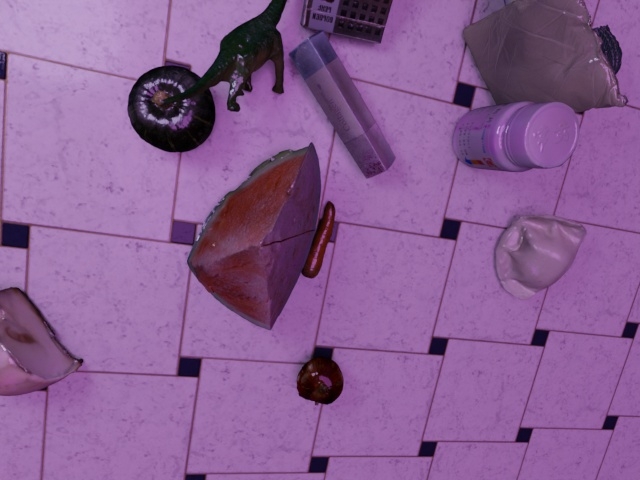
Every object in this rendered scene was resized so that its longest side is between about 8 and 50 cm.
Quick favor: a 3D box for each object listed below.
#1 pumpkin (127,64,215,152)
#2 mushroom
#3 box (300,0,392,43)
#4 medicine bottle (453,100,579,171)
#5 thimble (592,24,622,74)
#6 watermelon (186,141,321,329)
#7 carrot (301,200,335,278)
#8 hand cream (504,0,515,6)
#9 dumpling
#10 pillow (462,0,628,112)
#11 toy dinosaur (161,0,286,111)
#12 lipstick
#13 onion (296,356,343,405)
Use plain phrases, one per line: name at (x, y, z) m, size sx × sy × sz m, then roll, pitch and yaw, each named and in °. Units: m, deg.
pumpkin at (-0.291, -0.256, 0.796) m, size 0.167 × 0.125 × 0.167 m, roll -3°, pitch 113°, yaw -7°
mushroom at (-0.650, 0.237, 0.808) m, size 0.173 × 0.162 × 0.236 m, roll -31°, pitch 106°, yaw -6°
box at (0.079, -0.569, 0.777) m, size 0.180 × 0.047 × 0.325 m, roll 3°, pitch 128°, yaw -17°
medicine bottle at (0.421, -0.229, 0.897) m, size 0.151 × 0.254 × 0.152 m, roll -3°, pitch 102°, yaw -13°
thimble at (0.641, -0.431, 0.974) m, size 0.090 × 0.118 × 0.135 m, roll -21°, pitch 97°, yaw -12°
watermelon at (-0.147, -0.022, 0.858) m, size 0.222 × 0.319 × 0.292 m, roll 15°, pitch 58°, yaw 12°
carrot at (0.000, 0.000, 0.964) m, size 0.047 × 0.047 × 0.191 m, roll 18°, pitch 98°, yaw -16°
hand cream at (0.484, -0.470, 0.928) m, size 0.093 × 0.147 × 0.306 m, roll -29°, pitch 111°, yaw 36°
dumpling at (0.562, 0.035, 1.076) m, size 0.179 × 0.131 × 0.252 m, roll 26°, pitch 118°, yaw 2°
pillow at (0.466, -0.382, 0.866) m, size 0.076 × 0.274 × 0.281 m, roll -43°, pitch 108°, yaw -14°
toy dinosaur at (-0.125, -0.414, 0.751) m, size 0.087 × 0.447 × 0.301 m, roll 25°, pitch 130°, yaw 16°
lipstick at (0.055, -0.289, 0.885) m, size 0.317 × 0.066 × 0.068 m, roll 55°, pitch 46°, yaw -19°
onion at (0.001, 0.347, 1.011) m, size 0.117 × 0.118 × 0.119 m, roll 21°, pitch 97°, yaw -13°
